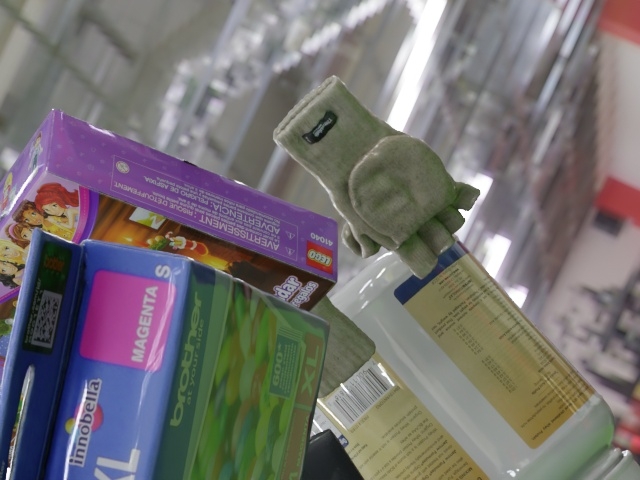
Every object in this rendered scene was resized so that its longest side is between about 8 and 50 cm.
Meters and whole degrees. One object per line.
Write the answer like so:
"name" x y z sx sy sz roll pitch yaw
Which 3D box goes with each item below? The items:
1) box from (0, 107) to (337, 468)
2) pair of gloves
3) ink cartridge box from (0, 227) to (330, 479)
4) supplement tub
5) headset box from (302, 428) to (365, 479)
"box" -0.148 0.055 1.283 0.293 0.201 0.057 -48 30 40
"pair of gloves" 0.000 0.000 1.647 0.240 0.204 0.042 -50 28 10
"ink cartridge box" -0.073 0.106 0.943 0.311 0.065 0.185 30 -109 -71
"supplement tub" 0.131 0.167 1.854 0.228 0.316 0.228 -41 -7 -6
"headset box" -0.039 0.310 1.460 0.246 0.283 0.131 -34 -1 -20
